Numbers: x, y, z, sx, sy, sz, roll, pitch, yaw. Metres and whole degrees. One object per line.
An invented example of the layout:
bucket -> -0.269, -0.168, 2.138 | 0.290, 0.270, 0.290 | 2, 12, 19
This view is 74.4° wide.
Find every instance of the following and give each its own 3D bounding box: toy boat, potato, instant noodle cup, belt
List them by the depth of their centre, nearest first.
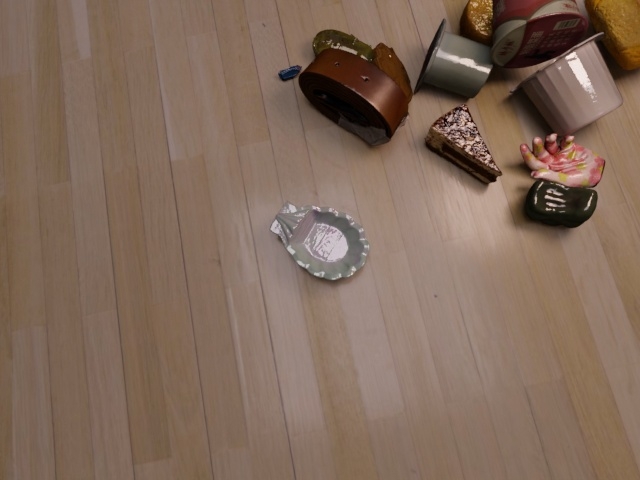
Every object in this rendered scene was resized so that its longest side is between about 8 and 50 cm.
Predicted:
instant noodle cup -> 0.570, -0.606, 1.139 | 0.235, 0.235, 0.178 | -5, 79, 3
toy boat -> 0.000, 0.000, 1.226 | 0.291, 0.100, 0.199 | 31, 81, 8
belt -> 0.097, -0.424, 1.254 | 0.339, 0.217, 0.122 | 34, 76, 13
potato -> 0.079, -0.608, 1.356 | 0.226, 0.090, 0.117 | 25, 81, 9
toy boat -> -0.099, -0.555, 1.386 | 0.084, 0.038, 0.038 | -21, 78, -1

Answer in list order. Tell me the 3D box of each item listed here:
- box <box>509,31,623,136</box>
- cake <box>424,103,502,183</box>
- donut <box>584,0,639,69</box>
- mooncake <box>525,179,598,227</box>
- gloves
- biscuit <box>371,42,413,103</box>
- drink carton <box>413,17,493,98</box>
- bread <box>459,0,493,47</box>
box -> 0.745, -0.439, 1.225 | 0.292, 0.262, 0.206 | -29, 90, -12
cake -> 0.412, -0.260, 1.252 | 0.135, 0.112, 0.245 | -23, 81, 1
donut -> 0.883, -0.635, 1.235 | 0.110, 0.303, 0.302 | -30, 75, 35
mooncake -> 0.665, -0.103, 1.173 | 0.169, 0.175, 0.104 | 31, 74, -33
gloves -> 0.688, -0.230, 1.224 | 0.242, 0.126, 0.145 | 22, 105, 5
biscuit -> 0.224, -0.527, 1.299 | 0.034, 0.182, 0.215 | -26, 50, 37
drink carton -> 0.410, -0.530, 1.277 | 0.190, 0.191, 0.185 | 24, 79, 2
bread -> 0.510, -0.680, 1.316 | 0.140, 0.143, 0.228 | -10, 78, 2
